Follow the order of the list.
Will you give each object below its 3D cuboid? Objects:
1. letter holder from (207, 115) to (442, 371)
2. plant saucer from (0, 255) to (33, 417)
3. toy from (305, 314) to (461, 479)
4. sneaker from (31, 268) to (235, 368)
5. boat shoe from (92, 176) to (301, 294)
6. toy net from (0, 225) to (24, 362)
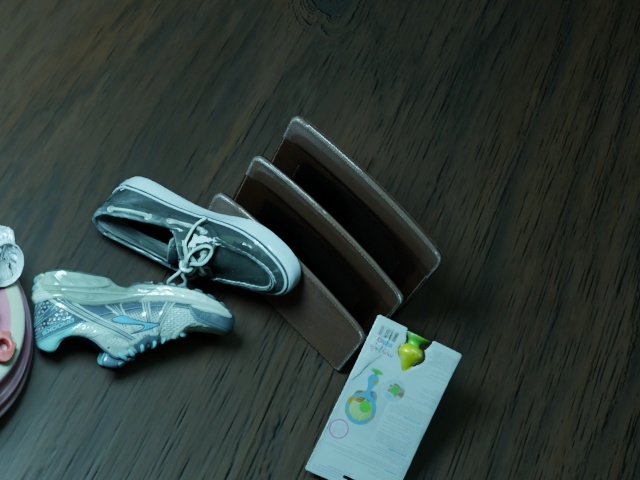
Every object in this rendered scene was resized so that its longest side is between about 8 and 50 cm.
[{"bbox_3d":[0.000,0.000,1.907,0.302,0.214,0.152,45,56,8],"label":"letter holder"},{"bbox_3d":[-0.506,0.096,1.680,0.332,0.084,0.332,22,54,-33],"label":"plant saucer"},{"bbox_3d":[0.085,0.236,1.863,0.137,0.056,0.237,26,91,-12],"label":"toy"},{"bbox_3d":[-0.260,0.121,1.827,0.283,0.110,0.122,7,77,-13],"label":"sneaker"},{"bbox_3d":[-0.179,0.009,1.862,0.306,0.113,0.105,28,43,12],"label":"boat shoe"},{"bbox_3d":[-0.418,0.072,1.679,0.122,0.045,0.232,35,47,-22],"label":"toy net"}]
